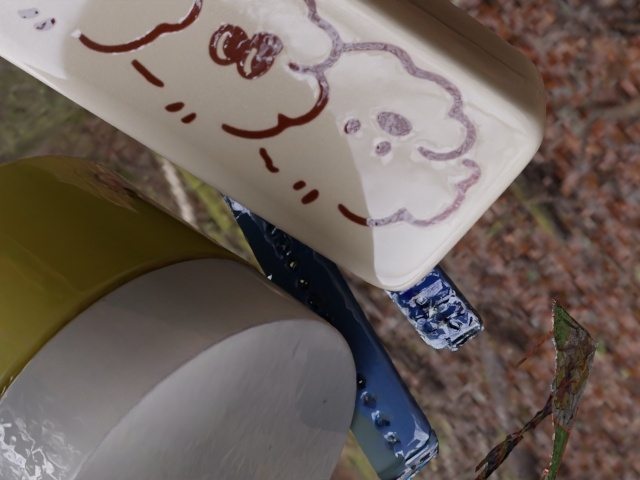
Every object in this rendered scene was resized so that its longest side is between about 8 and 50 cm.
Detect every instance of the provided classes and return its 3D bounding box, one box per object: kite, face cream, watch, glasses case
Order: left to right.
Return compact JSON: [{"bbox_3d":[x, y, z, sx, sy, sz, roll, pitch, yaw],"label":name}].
[{"bbox_3d":[-0.119,0.087,0.623,0.179,0.218,0.218,34,166,31],"label":"face cream"},{"bbox_3d":[-0.052,-0.113,0.615,0.336,0.144,0.076,31,-146,-11],"label":"glasses case"},{"bbox_3d":[-0.006,-0.003,0.760,0.274,0.068,0.276,54,-164,-2],"label":"watch"},{"bbox_3d":[0.173,0.138,0.934,0.006,0.244,0.198,13,118,30],"label":"kite"}]
